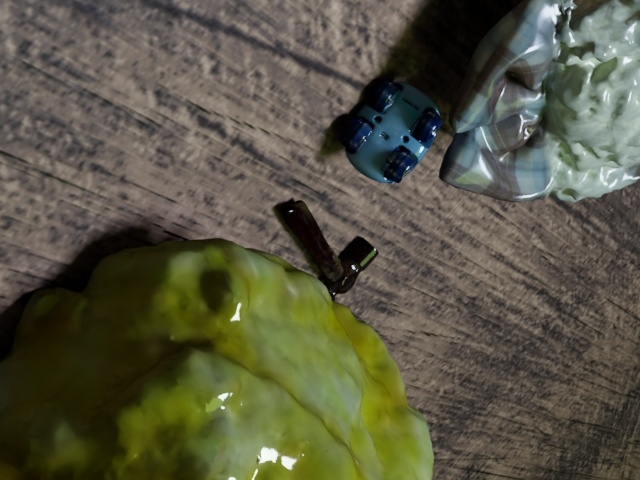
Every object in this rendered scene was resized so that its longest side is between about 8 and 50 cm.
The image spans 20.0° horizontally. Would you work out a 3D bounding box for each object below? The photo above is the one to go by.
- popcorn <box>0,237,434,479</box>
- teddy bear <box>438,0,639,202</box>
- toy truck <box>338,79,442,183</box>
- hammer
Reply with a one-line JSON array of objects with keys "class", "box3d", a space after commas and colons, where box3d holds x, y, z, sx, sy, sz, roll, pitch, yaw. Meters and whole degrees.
[{"class": "popcorn", "box3d": [-0.064, 0.164, 1.172, 0.334, 0.292, 0.293, -39, 150, -39]}, {"class": "teddy bear", "box3d": [0.258, -0.200, 1.400, 0.362, 0.375, 0.327, 3, 142, -7]}, {"class": "toy truck", "box3d": [0.053, -0.072, 1.305, 0.073, 0.056, 0.090, -52, 171, -4]}, {"class": "hammer", "box3d": [0.000, 0.000, 1.372, 0.065, 0.021, 0.178, -46, 155, -5]}]
